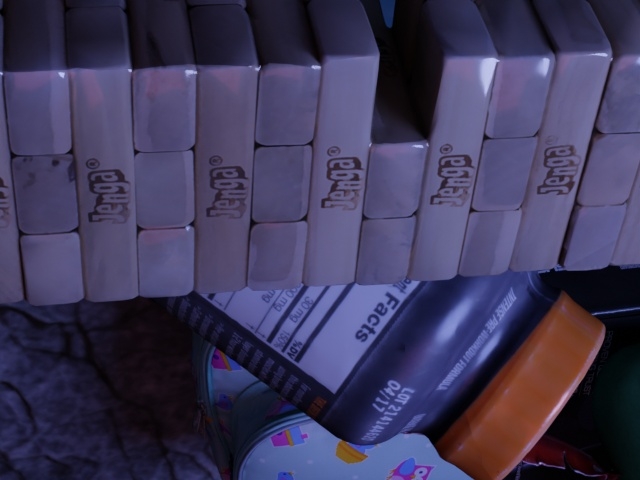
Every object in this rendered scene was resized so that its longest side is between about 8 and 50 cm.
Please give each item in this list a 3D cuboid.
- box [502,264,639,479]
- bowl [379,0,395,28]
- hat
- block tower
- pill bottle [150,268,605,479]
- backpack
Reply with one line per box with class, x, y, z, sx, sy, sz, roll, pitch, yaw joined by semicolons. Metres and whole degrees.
box;0.174;0.074;0.827;0.147;0.077;0.180;-5;134;-10
bowl;0.066;-0.182;0.498;0.312;0.163;0.311;-6;135;-6
hat;0.150;0.078;0.731;0.184;0.173;0.208;27;171;11
block tower;0.024;-0.048;0.438;0.336;0.097;0.091;-3;133;-9
pill bottle;0.000;0.000;0.601;0.246;0.130;0.130;37;123;4
backpack;0.012;0.070;0.744;0.166;0.144;0.188;-8;128;2
